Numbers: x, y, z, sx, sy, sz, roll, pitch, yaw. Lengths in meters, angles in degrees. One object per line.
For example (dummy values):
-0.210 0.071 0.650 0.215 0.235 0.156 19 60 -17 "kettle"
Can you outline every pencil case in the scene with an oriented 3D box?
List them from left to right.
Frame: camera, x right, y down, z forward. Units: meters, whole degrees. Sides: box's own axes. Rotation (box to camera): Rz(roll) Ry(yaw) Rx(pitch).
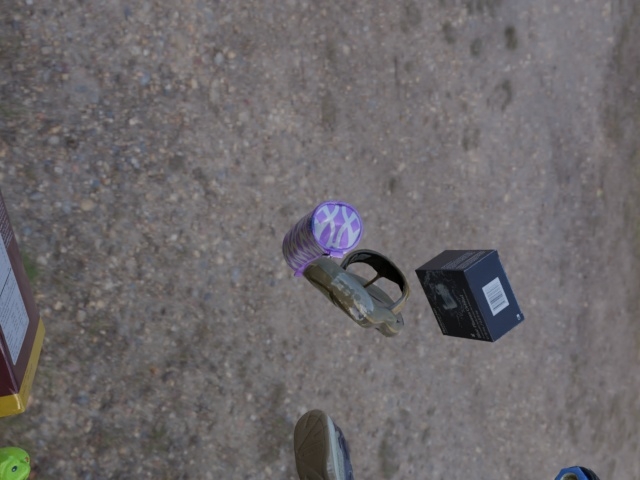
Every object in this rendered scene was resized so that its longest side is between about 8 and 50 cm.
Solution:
0.000 0.000 1.170 0.087 0.206 0.088 0 80 -15 "pencil case"

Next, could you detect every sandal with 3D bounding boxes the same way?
0.034 0.031 0.544 0.049 0.072 0.180 -53 166 0 "sandal"

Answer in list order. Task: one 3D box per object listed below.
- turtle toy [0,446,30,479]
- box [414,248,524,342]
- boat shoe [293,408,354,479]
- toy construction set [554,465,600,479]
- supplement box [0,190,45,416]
-0.337 0.227 0.701 0.130 0.066 0.095 -26 137 -17 "turtle toy"
0.288 0.105 1.470 0.093 0.158 0.155 -30 103 -25 "box"
0.017 0.423 1.248 0.092 0.103 0.285 31 38 -39 "boat shoe"
0.266 0.305 0.643 0.215 0.328 0.151 -63 143 -33 "toy construction set"
-0.353 0.044 0.613 0.192 0.129 0.194 -10 116 -8 "supplement box"
